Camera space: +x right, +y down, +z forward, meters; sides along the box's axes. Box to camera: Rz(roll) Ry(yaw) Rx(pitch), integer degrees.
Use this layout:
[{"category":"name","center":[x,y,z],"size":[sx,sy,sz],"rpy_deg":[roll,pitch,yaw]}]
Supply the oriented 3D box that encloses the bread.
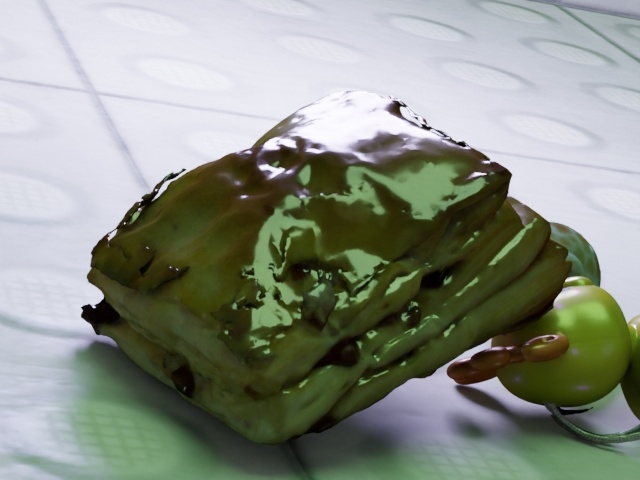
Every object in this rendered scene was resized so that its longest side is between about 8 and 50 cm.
[{"category":"bread","center":[0.000,0.000,1.451],"size":[0.324,0.167,0.277],"rpy_deg":[-22,29,-30]}]

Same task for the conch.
[{"category":"conch","center":[0.195,0.046,1.685],"size":[0.116,0.106,0.173],"rpy_deg":[29,29,-28]}]

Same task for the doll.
[{"category":"doll","center":[0.209,0.096,1.537],"size":[0.220,0.135,0.143],"rpy_deg":[-1,-10,-24]}]
